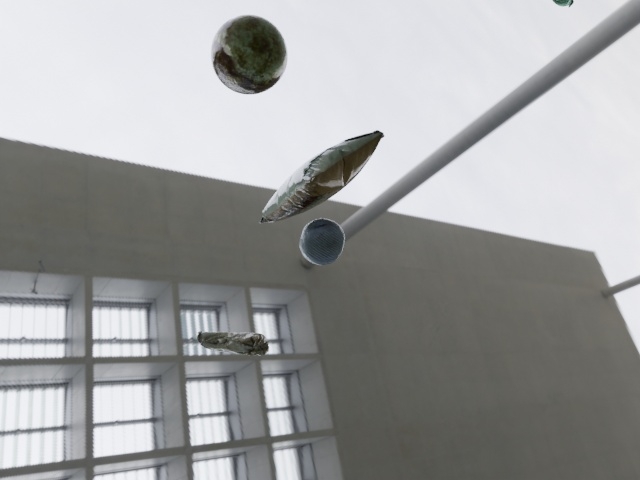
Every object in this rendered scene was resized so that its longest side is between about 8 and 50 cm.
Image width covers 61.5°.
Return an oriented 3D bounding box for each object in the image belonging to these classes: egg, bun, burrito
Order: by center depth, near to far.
[{"bbox_3d":[-0.176,0.208,1.093,0.041,0.149,0.055,-72,-24,-47],"label":"burrito"},{"bbox_3d":[0.000,0.000,1.554,0.141,0.140,0.083,20,-170,-29],"label":"bun"},{"bbox_3d":[-0.234,-0.582,1.712,0.238,0.289,0.238,3,-96,-31],"label":"egg"}]

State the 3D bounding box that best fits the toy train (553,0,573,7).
[{"bbox_3d":[0.361,-0.413,0.768,0.099,0.172,0.070,44,-99,8],"label":"toy train"}]

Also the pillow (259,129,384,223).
[{"bbox_3d":[0.000,-0.173,1.504,0.312,0.310,0.119,-36,-86,-35],"label":"pillow"}]
